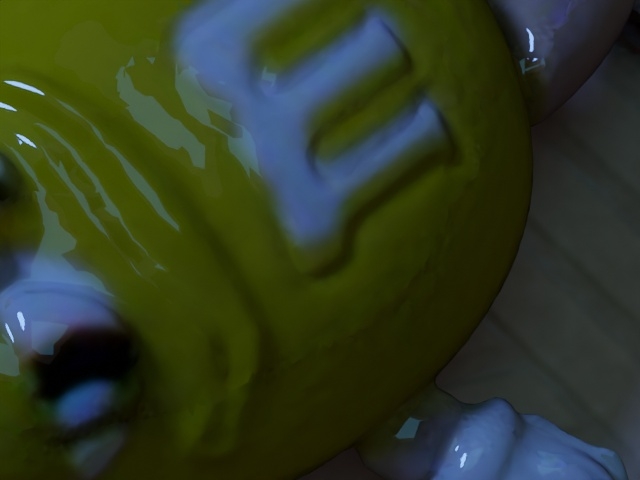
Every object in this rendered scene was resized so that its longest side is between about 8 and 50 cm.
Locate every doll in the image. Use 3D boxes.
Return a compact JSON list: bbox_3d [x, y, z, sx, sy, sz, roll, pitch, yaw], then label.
[{"bbox_3d":[0.005,-0.036,0.654,0.348,0.161,0.423,19,76,-8],"label":"doll"}]
